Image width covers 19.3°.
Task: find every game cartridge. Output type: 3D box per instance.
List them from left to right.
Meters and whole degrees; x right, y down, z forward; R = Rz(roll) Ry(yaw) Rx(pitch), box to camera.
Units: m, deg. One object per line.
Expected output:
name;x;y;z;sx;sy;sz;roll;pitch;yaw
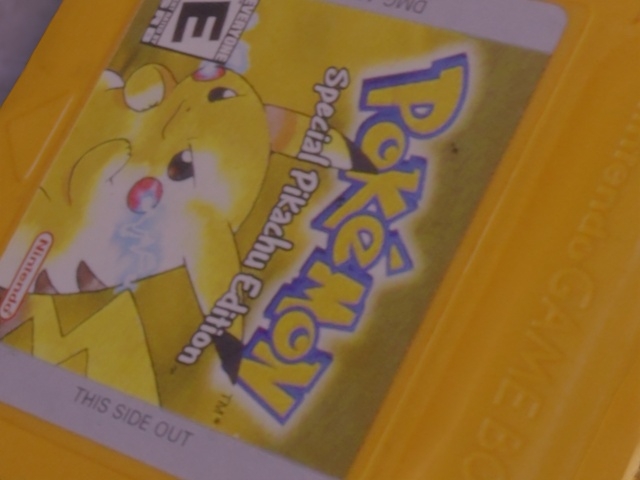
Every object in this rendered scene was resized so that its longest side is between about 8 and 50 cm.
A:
game cartridge;0.000;0.000;0.693;0.323;0.052;0.285;17;74;36
